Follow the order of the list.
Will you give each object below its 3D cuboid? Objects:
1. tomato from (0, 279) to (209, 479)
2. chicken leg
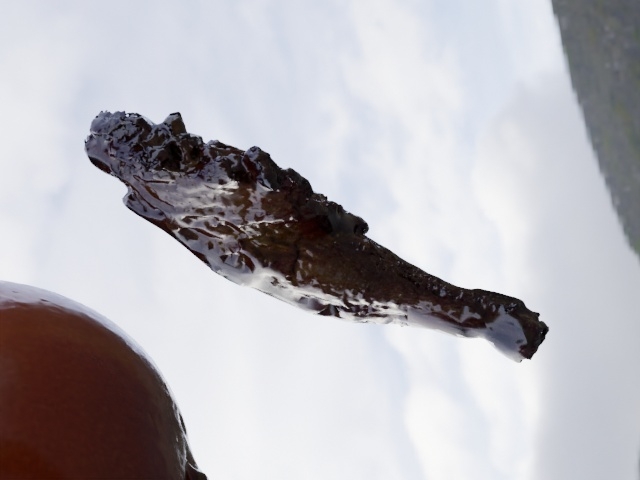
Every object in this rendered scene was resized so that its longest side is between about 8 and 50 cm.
[{"bbox_3d":[-0.223,0.177,0.750,0.321,0.322,0.321,-7,-90,-69],"label":"tomato"},{"bbox_3d":[-0.004,0.000,0.541,0.205,0.093,0.053,24,-106,-22],"label":"chicken leg"}]
